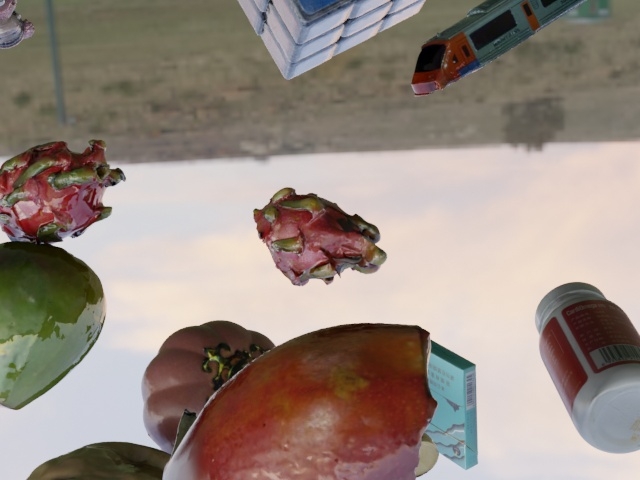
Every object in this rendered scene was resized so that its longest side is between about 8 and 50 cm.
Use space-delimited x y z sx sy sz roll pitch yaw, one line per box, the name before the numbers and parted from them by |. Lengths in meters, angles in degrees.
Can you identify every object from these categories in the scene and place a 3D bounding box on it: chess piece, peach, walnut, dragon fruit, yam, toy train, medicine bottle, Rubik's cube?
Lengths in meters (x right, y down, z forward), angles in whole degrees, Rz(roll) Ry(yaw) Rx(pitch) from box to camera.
chess piece | 0.127 0.298 2.054 0.066 0.066 0.122 -7 -152 -17
peach | 0.009 0.223 1.342 0.338 0.281 0.281 -41 -177 17
walnut | -0.338 0.506 2.227 0.381 0.381 0.381 -2 -167 1
dragon fruit | -0.368 -0.065 1.906 0.172 0.160 0.166 -14 152 28
yam | -0.166 0.253 1.586 0.027 0.129 0.033 -21 137 41
toy train | 0.304 -0.359 2.170 0.409 0.089 0.086 -33 -166 -22
dragon fruit | 0.000 0.000 1.930 0.208 0.150 0.133 17 -147 19
medicine bottle | 0.365 0.161 1.777 0.131 0.131 0.250 -4 -152 -6
Rubik's cube | 0.010 -0.503 2.334 0.301 0.305 0.304 -27 176 -13

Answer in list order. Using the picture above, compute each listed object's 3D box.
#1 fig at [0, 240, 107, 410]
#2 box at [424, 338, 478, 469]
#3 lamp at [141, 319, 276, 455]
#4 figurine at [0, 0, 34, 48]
fig | -0.410 0.108 1.845 0.230 0.207 0.207 -45 -148 -21
box | 0.242 0.318 2.658 0.041 0.229 0.162 -20 -150 -30
lamp | -0.189 0.299 2.479 0.305 0.305 0.239 -12 165 -35
figurine | -0.473 -0.336 2.018 0.072 0.054 0.129 -31 159 -12
